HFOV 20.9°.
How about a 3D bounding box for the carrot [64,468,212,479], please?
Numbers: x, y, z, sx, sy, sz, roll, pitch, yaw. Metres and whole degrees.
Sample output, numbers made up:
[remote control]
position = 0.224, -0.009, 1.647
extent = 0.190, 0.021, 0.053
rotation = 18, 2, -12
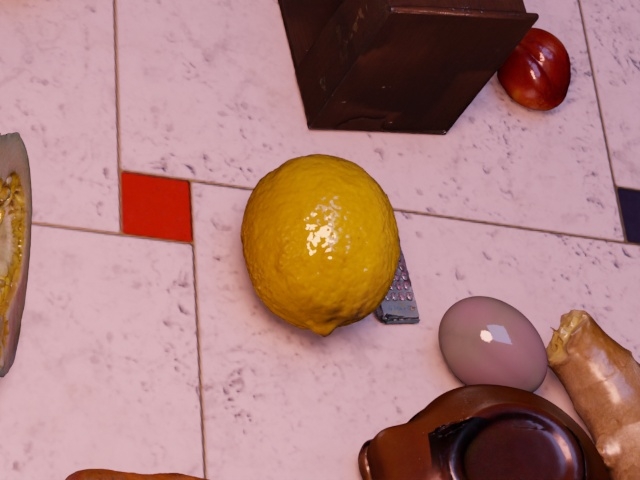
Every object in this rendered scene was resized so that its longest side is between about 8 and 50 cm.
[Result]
[carrot]
position = -0.168, 0.254, 1.744
extent = 0.191, 0.047, 0.047
rotation = 5, 59, -30

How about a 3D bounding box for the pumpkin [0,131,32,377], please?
[pumpkin]
position = -0.397, 0.027, 1.642
extent = 0.197, 0.293, 0.263
rotation = 1, 97, 6

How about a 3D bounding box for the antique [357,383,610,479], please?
[antique]
position = 0.182, 0.260, 1.851
extent = 0.278, 0.129, 0.223
rotation = 11, 59, -17

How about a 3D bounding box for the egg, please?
[egg]
position = 0.194, 0.122, 1.957
extent = 0.135, 0.103, 0.103
rotation = 40, 52, -2

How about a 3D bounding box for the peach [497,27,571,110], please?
[peach]
position = 0.276, -0.217, 2.214
extent = 0.101, 0.100, 0.100
rotation = 12, 56, -19

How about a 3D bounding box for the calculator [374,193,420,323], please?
[calculator]
position = 0.072, 0.019, 2.018
extent = 0.057, 0.018, 0.172
rotation = 2, 59, -26

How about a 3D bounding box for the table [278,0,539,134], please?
[table]
position = 0.086, -0.311, 2.082
extent = 0.196, 0.250, 0.282
rotation = -1, 60, -25

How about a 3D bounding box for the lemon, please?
[lemon]
position = -0.001, 0.002, 1.895
extent = 0.181, 0.180, 0.193
rotation = 26, 62, -9

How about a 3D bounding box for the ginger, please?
[ginger]
position = 0.410, 0.237, 1.955
extent = 0.236, 0.166, 0.375
rotation = -10, 74, -22
